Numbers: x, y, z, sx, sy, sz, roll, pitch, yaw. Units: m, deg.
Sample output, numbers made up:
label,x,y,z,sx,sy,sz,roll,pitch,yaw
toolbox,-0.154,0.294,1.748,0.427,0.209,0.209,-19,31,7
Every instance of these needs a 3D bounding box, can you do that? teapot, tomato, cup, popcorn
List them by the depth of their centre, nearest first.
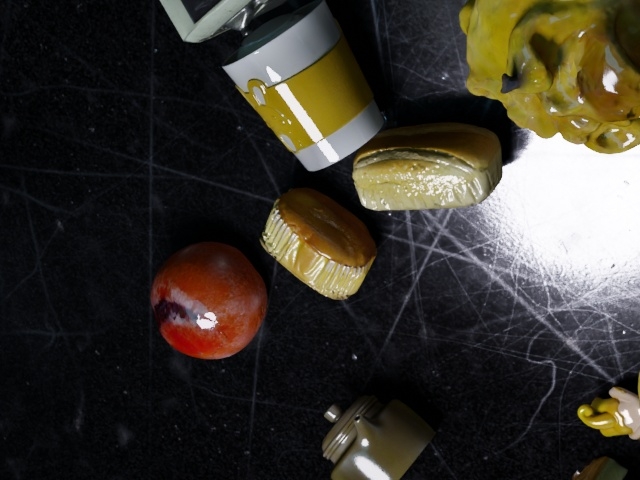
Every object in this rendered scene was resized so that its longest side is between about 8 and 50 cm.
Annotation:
label,x,y,z,sx,sy,sz,roll,pitch,yaw
popcorn,0.321,-0.267,1.576,0.316,0.281,0.297,33,146,25
cup,-0.031,-0.236,1.859,0.226,0.185,0.241,55,159,-14
teapot,0.081,0.353,2.105,0.175,0.185,0.267,41,164,10
tomato,-0.202,0.110,2.121,0.208,0.184,0.208,13,122,22

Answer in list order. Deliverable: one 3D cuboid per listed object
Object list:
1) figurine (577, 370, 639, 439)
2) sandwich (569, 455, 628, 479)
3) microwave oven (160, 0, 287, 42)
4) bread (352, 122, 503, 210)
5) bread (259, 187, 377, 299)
label,x,y,z,sx,sy,sz,roll,pitch,yaw
figurine,0.518,0.249,1.838,0.246,0.131,0.156,-34,82,49
sandwich,0.386,0.480,1.974,0.063,0.212,0.245,39,128,12
microwave oven,-0.031,-0.471,1.607,0.394,0.333,0.247,-32,93,39
bread,0.159,-0.114,1.821,0.236,0.140,0.106,-2,118,30
bread,0.000,0.000,1.980,0.190,0.132,0.114,34,126,6
